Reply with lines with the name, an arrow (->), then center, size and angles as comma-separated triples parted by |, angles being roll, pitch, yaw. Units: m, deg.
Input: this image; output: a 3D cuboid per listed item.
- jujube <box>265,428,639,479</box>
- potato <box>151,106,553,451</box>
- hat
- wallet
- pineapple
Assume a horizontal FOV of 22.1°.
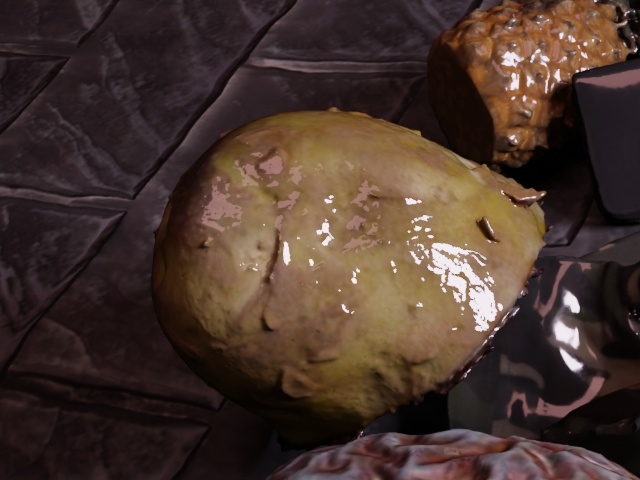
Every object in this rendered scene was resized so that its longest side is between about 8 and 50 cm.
jujube -> 0.084, 0.238, 1.091 | 0.317, 0.226, 0.226 | 3, 44, 29
potato -> 0.000, 0.000, 1.309 | 0.301, 0.237, 0.288 | -32, 19, 37
hat -> 0.314, 0.080, 1.243 | 0.382, 0.257, 0.366 | 5, 2, -15
wallet -> 0.354, -0.106, 1.446 | 0.250, 0.149, 0.044 | -12, -1, 10
pineapple -> 0.275, -0.191, 1.582 | 0.340, 0.169, 0.169 | -25, 37, -14
